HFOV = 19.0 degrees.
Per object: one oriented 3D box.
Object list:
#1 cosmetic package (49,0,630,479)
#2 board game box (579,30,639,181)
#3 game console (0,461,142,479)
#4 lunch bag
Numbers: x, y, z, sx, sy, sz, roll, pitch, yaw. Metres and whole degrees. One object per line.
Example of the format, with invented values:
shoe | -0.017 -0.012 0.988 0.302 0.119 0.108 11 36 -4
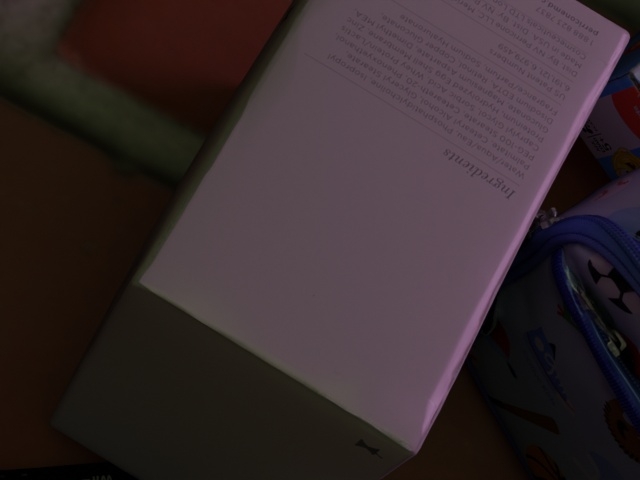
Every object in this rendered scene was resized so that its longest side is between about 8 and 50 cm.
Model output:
cosmetic package | 0.000 0.000 0.877 0.138 0.224 0.224 30 64 -4
board game box | 0.334 -0.046 1.027 0.308 0.086 0.302 -38 97 -18
game console | -0.229 0.151 0.896 0.361 0.044 0.213 -3 78 -14
lunch bag | 0.188 0.103 0.900 0.115 0.243 0.303 -31 86 -18
